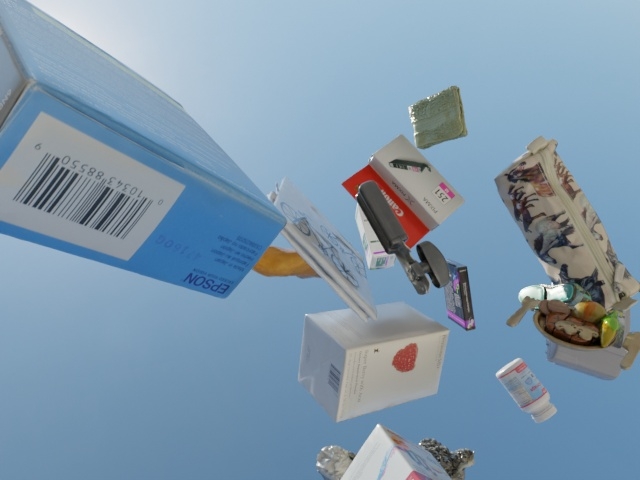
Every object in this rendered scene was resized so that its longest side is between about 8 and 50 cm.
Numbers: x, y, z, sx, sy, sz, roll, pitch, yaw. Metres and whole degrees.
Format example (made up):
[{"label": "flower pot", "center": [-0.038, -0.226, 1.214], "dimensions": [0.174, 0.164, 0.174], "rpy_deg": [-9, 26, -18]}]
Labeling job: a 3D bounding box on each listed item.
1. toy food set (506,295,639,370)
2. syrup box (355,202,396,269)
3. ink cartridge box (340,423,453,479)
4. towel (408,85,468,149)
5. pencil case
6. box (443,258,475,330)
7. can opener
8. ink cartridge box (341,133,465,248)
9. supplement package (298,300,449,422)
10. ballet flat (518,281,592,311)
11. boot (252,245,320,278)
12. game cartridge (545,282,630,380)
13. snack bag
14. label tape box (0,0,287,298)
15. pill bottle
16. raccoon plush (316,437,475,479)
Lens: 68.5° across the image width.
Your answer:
[{"label": "toy food set", "center": [0.416, 0.132, 0.769], "dimensions": [0.192, 0.038, 0.132], "rpy_deg": [19, -149, 37]}, {"label": "syrup box", "center": [0.198, -0.021, 1.693], "dimensions": [0.096, 0.093, 0.237], "rpy_deg": [-8, -122, -5]}, {"label": "ink cartridge box", "center": [0.131, 0.398, 0.719], "dimensions": [0.128, 0.176, 0.127], "rpy_deg": [35, -92, -16]}, {"label": "towel", "center": [0.248, -0.260, 1.007], "dimensions": [0.027, 0.148, 0.110], "rpy_deg": [-15, -85, -30]}, {"label": "pencil case", "center": [0.550, -0.028, 1.060], "dimensions": [0.160, 0.183, 0.410], "rpy_deg": [-26, -96, -13]}, {"label": "box", "center": [0.345, 0.133, 1.186], "dimensions": [0.029, 0.116, 0.162], "rpy_deg": [-12, -82, -6]}, {"label": "can opener", "center": [0.182, -0.012, 1.040], "dimensions": [0.095, 0.076, 0.283], "rpy_deg": [-22, -110, -15]}, {"label": "ink cartridge box", "center": [0.235, -0.137, 1.331], "dimensions": [0.239, 0.060, 0.275], "rpy_deg": [-38, -98, -25]}, {"label": "supplement package", "center": [0.122, 0.265, 1.087], "dimensions": [0.293, 0.177, 0.175], "rpy_deg": [-3, -163, -31]}, {"label": "ballet flat", "center": [0.521, 0.131, 1.043], "dimensions": [0.070, 0.188, 0.070], "rpy_deg": [1, -97, -11]}, {"label": "boot", "center": [-0.058, 0.050, 1.427], "dimensions": [0.295, 0.211, 0.104], "rpy_deg": [18, -118, -43]}, {"label": "game cartridge", "center": [0.678, 0.187, 1.185], "dimensions": [0.196, 0.060, 0.294], "rpy_deg": [19, -111, -8]}, {"label": "snack bag", "center": [0.000, 0.000, 1.067], "dimensions": [0.323, 0.037, 0.342], "rpy_deg": [46, -166, -15]}, {"label": "label tape box", "center": [-0.223, -0.113, 0.469], "dimensions": [0.348, 0.115, 0.249], "rpy_deg": [44, -170, 37]}, {"label": "pill bottle", "center": [0.570, 0.415, 1.300], "dimensions": [0.087, 0.087, 0.160], "rpy_deg": [-21, -114, -36]}, {"label": "raccoon plush", "center": [0.208, 0.528, 1.088], "dimensions": [0.216, 0.446, 0.299], "rpy_deg": [15, -129, 41]}]
